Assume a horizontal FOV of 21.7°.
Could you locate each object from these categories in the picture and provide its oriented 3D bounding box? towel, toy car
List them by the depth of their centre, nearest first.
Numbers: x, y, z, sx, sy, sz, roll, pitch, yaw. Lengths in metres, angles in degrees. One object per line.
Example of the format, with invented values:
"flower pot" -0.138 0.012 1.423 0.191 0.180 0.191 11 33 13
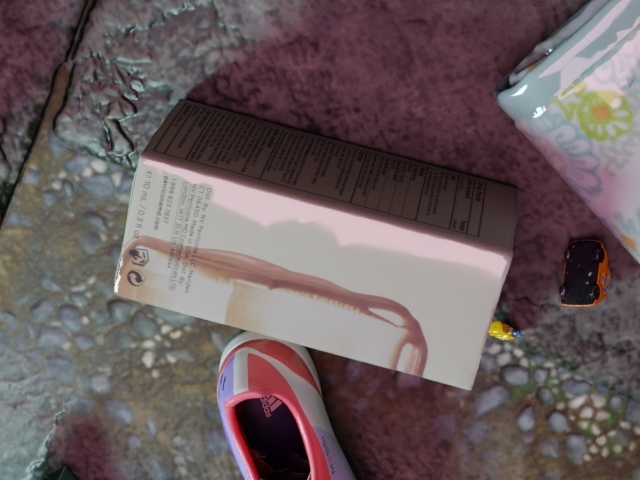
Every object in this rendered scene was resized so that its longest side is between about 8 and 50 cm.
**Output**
"towel" 0.372 -0.117 1.281 0.374 0.090 0.320 -40 100 19
"toy car" 0.193 0.043 1.403 0.122 0.060 0.040 -21 151 32

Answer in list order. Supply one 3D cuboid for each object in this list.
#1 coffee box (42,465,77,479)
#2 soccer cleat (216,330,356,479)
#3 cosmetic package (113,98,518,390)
"coffee box" -0.276 0.300 1.551 0.184 0.040 0.113 -34 102 18
"soccer cleat" -0.010 0.233 1.448 0.108 0.116 0.318 -18 107 13
"cosmetic package" 0.000 0.000 1.344 0.296 0.153 0.129 15 113 4
